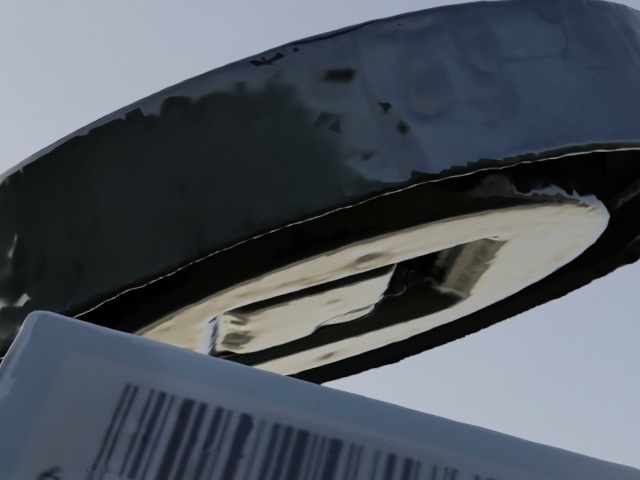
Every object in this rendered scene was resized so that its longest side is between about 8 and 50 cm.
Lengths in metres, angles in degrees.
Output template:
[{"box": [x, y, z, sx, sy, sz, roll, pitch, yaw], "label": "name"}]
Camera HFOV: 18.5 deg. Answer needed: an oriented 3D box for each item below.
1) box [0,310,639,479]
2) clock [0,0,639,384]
[{"box": [0.046, 0.117, 0.355, 0.243, 0.067, 0.155, 15, -54, 1], "label": "box"}, {"box": [0.000, 0.001, 0.777, 0.319, 0.066, 0.319, -18, -13, -4], "label": "clock"}]
